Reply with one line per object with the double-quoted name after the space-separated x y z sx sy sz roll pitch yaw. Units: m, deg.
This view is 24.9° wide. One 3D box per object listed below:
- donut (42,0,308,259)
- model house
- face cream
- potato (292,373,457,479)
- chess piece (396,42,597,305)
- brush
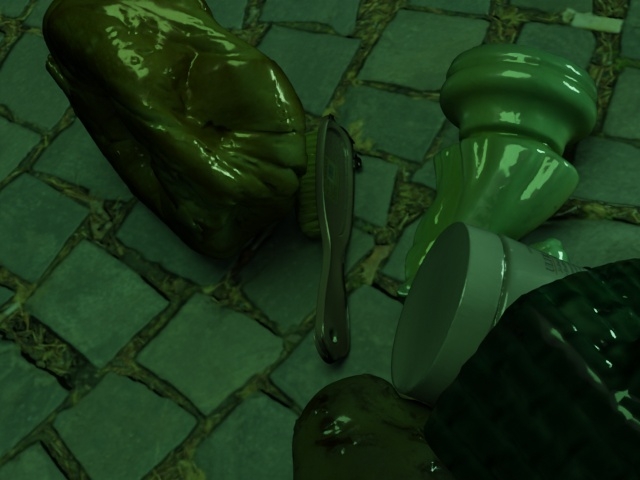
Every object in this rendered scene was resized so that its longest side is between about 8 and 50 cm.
-0.154 -0.145 1.575 0.170 0.360 0.360 -37 54 -15 "donut"
0.333 0.218 1.113 0.395 0.400 0.445 -40 53 1 "model house"
0.170 0.087 1.388 0.153 0.177 0.177 19 57 -13 "face cream"
0.062 0.245 1.353 0.165 0.165 0.262 -21 49 1 "potato"
0.190 -0.045 1.538 0.176 0.176 0.298 7 71 21 "chess piece"
0.000 0.001 1.605 0.067 0.072 0.312 -21 52 30 "brush"
